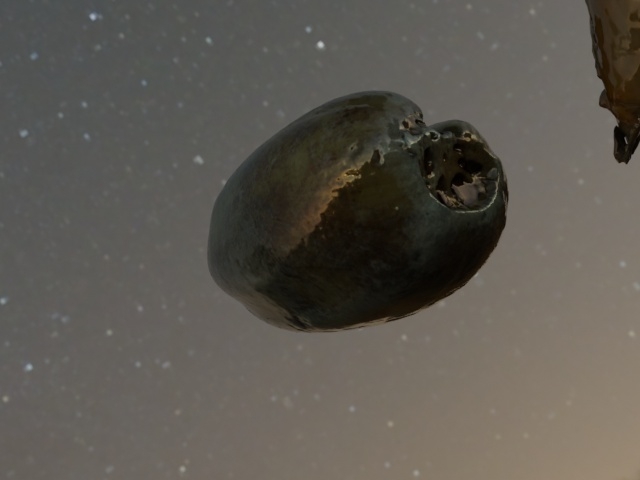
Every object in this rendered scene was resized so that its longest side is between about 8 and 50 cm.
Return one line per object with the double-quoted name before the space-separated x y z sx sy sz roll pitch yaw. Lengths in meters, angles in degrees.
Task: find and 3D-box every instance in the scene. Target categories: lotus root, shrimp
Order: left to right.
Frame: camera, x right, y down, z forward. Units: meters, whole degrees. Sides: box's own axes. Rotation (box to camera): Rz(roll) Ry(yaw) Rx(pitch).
"lotus root" 0.000 0.000 0.871 0.158 0.140 0.322 14 -21 -27
"shrimp" 0.133 -0.204 0.629 0.068 0.287 0.185 -16 -30 -4
